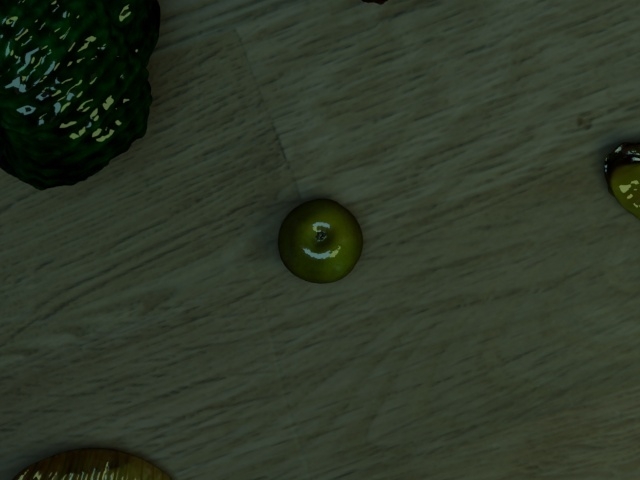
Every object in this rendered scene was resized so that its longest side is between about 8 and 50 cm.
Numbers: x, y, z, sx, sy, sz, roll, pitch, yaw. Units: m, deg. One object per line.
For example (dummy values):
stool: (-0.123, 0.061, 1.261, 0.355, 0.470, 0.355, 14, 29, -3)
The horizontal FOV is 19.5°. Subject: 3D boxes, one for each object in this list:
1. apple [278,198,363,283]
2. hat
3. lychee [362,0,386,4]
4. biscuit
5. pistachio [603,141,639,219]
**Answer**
apple: (0.000, 0.000, 1.929, 0.090, 0.074, 0.089, 0, 78, 1)
hat: (-0.227, -0.226, 1.845, 0.242, 0.274, 0.332, 43, 73, -5)
lychee: (0.074, -0.353, 1.778, 0.261, 0.260, 0.260, 1, 99, 4)
biscuit: (-0.269, 0.317, 1.977, 0.176, 0.031, 0.228, 34, 78, -6)
pistachio: (0.371, -0.050, 1.906, 0.173, 0.049, 0.089, 35, 123, -4)
